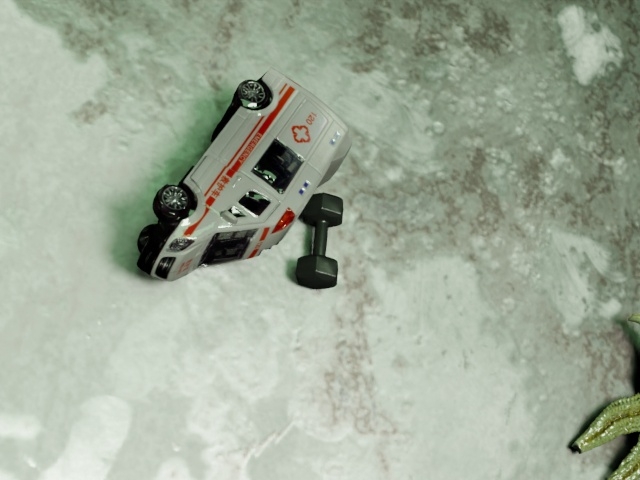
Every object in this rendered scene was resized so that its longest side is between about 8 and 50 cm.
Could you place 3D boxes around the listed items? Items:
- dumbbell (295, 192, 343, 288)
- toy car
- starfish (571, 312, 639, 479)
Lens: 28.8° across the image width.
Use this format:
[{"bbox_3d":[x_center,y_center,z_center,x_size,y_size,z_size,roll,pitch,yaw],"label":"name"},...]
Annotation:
[{"bbox_3d":[0.000,0.000,1.083,0.036,0.040,0.083,36,52,-49],"label":"dumbbell"},{"bbox_3d":[-0.064,-0.039,1.030,0.108,0.089,0.209,35,57,-2],"label":"toy car"},{"bbox_3d":[0.332,0.174,1.171,0.224,0.050,0.216,-25,73,-15],"label":"starfish"}]
